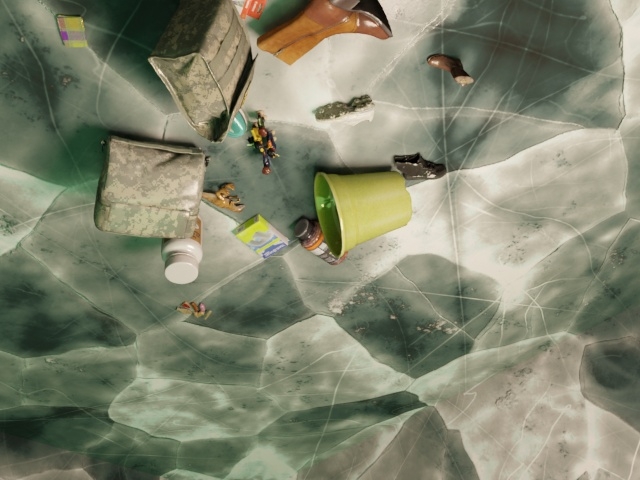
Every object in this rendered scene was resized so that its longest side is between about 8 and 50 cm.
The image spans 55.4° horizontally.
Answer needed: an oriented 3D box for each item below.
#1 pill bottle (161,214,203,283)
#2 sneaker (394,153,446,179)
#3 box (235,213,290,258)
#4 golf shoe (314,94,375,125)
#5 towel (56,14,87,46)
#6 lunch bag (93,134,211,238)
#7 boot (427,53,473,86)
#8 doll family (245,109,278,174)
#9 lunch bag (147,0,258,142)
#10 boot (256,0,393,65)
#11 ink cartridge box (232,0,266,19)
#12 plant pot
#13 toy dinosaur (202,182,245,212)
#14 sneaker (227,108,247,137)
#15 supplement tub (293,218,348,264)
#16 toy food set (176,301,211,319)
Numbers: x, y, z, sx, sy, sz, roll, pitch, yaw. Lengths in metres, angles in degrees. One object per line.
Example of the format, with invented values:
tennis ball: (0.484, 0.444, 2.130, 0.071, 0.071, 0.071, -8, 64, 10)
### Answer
pill bottle: (-0.442, 0.020, 1.951, 0.131, 0.229, 0.131, -5, 136, -5)
sneaker: (0.321, -0.237, 1.943, 0.170, 0.051, 0.089, -6, 141, 1)
box: (-0.196, -0.007, 2.103, 0.109, 0.042, 0.178, -30, 132, 21)
golf shoe: (0.074, -0.356, 1.768, 0.176, 0.069, 0.086, -10, 143, 3)
towel: (-0.616, -0.520, 1.516, 0.060, 0.009, 0.083, -3, 137, -8)
lunch bag: (-0.489, -0.162, 1.770, 0.305, 0.213, 0.256, 7, 118, -21)
boot: (0.355, -0.463, 1.665, 0.106, 0.114, 0.037, 1, 136, -11)
doll family: (-0.164, -0.277, 1.774, 0.076, 0.111, 0.193, -20, 136, 11)
lunch bag: (-0.260, -0.416, 1.505, 0.168, 0.235, 0.287, 2, 145, 21)
boot: (0.019, -0.520, 1.559, 0.280, 0.096, 0.264, -28, 161, 33)
ink cartridge box: (-0.195, -0.585, 1.505, 0.115, 0.029, 0.063, 14, 132, -22)
plant pot: (0.140, -0.108, 1.922, 0.253, 0.276, 0.276, -14, 138, -12)
toy dinosaur: (-0.327, -0.133, 1.933, 0.211, 0.064, 0.112, 21, 130, -28)
sneaker: (-0.309, -0.364, 1.660, 0.107, 0.110, 0.275, -31, 133, 22)
supplement tub: (0.000, 0.000, 2.098, 0.106, 0.106, 0.198, -36, 130, 25)
toy food set: (-0.486, 0.263, 2.354, 0.122, 0.019, 0.078, 25, 127, -21)
